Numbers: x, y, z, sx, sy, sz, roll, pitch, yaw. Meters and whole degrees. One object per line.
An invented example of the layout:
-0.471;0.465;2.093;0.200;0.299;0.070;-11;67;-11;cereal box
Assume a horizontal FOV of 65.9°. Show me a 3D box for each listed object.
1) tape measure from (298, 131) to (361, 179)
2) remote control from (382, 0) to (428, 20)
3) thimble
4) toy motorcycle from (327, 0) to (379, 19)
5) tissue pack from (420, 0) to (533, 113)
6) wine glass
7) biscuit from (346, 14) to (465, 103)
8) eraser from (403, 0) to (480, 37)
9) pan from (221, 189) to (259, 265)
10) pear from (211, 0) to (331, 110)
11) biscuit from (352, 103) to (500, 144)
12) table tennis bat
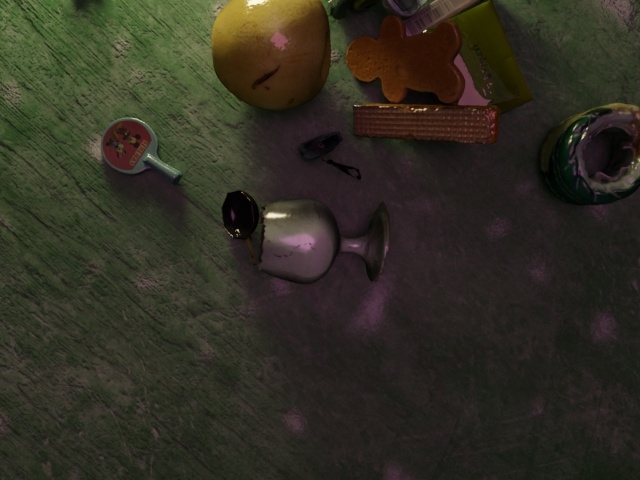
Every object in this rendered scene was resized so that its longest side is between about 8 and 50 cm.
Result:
0.024;-0.210;1.350;0.180;0.107;0.104;53;50;-22;tape measure
0.242;-0.662;1.298;0.104;0.052;0.247;47;59;-10;remote control
0.758;-0.231;1.342;0.288;0.167;0.254;-26;95;0;thimble
0.053;-0.691;1.200;0.200;0.326;0.191;-25;94;1;toy motorcycle
0.394;-0.444;1.309;0.200;0.167;0.274;-25;95;1;tissue pack
0.000;0.000;1.290;0.323;0.238;0.238;5;93;-12;wine glass
0.212;-0.464;1.265;0.047;0.340;0.216;-33;124;-40;biscuit
0.322;-0.612;1.336;0.352;0.089;0.061;-33;92;-1;eraser
-0.207;-0.033;1.336;0.048;0.128;0.202;-6;90;-46;pan
-0.118;-0.477;1.224;0.309;0.309;0.309;0;93;-3;pear
0.264;-0.303;1.273;0.379;0.054;0.094;9;114;30;biscuit
-0.485;-0.233;1.346;0.244;0.040;0.153;35;90;0;table tennis bat
